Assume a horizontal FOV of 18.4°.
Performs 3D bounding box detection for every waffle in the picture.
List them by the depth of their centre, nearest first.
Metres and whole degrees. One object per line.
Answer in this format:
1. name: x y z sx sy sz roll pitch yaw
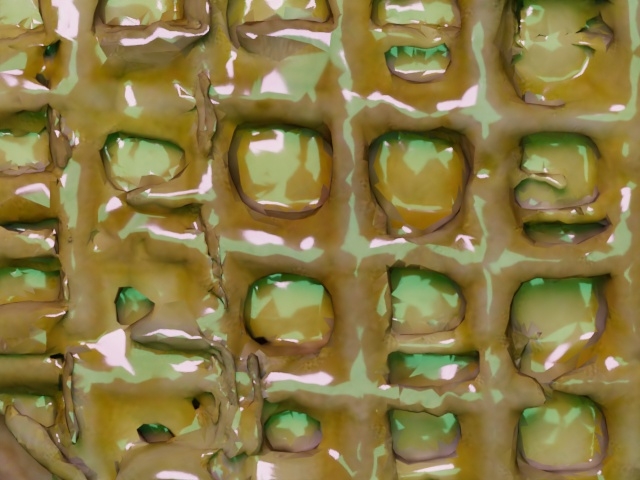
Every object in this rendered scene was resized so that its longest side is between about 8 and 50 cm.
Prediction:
1. waffle: 0.011 -0.011 0.665 0.297 0.073 0.317 -43 101 1

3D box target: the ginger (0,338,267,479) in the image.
1. ginger: 0.000 0.000 0.762 0.190 0.126 0.354 31 96 -2
